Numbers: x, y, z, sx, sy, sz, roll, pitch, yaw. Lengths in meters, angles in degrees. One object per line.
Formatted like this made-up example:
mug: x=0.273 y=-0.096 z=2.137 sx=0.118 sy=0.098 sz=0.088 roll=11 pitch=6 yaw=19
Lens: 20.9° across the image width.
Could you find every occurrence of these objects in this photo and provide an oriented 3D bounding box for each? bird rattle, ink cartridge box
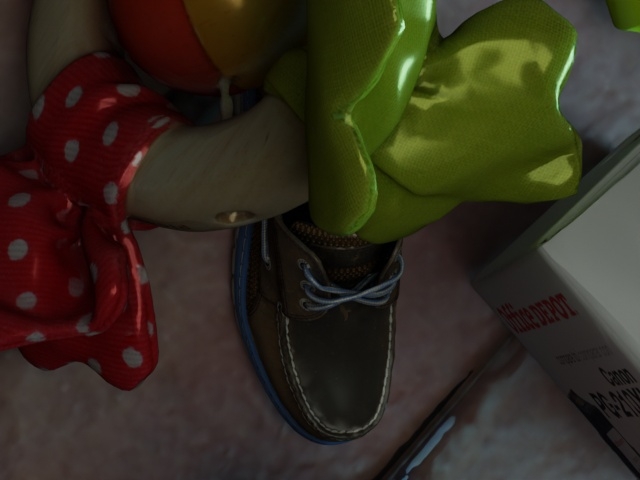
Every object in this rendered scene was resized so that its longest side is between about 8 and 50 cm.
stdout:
bird rattle: x=-0.036 y=-0.059 z=0.628 sx=0.143 sy=0.253 sz=0.207 roll=25 pitch=54 yaw=-48
ink cartridge box: x=0.178 y=0.067 z=0.674 sx=0.100 sy=0.172 sz=0.237 roll=-40 pitch=87 yaw=-7

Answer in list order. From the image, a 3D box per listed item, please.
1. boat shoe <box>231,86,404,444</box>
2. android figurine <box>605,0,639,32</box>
boat shoe: x=0.000 y=0.000 z=0.695 sx=0.066 sy=0.066 sz=0.183 roll=-13 pitch=103 yaw=-16
android figurine: x=0.218 y=-0.185 z=0.743 sx=0.248 sy=0.056 sz=0.273 roll=-27 pitch=107 yaw=-12
